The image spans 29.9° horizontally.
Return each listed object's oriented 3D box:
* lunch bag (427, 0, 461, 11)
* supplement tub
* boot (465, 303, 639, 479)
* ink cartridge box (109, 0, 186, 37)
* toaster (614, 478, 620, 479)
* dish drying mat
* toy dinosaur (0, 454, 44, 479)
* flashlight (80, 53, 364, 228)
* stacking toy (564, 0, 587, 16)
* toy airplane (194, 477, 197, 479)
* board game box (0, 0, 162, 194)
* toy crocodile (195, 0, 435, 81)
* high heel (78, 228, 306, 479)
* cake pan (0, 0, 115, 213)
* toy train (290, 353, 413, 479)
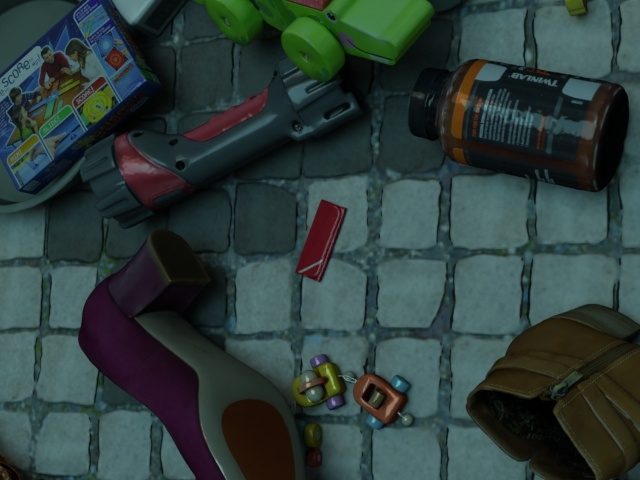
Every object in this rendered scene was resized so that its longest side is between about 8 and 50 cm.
[{"bbox_3d":[0.097,-0.395,1.220,0.224,0.108,0.279,-45,68,13],"label":"lunch bag"},{"bbox_3d":[0.185,-0.115,1.144,0.198,0.106,0.106,15,89,25],"label":"supplement tub"},{"bbox_3d":[0.279,0.146,0.991,0.283,0.220,0.109,29,120,26],"label":"boot"},{"bbox_3d":[-0.190,-0.414,1.381,0.275,0.060,0.239,-49,66,12],"label":"ink cartridge box"},{"bbox_3d":[0.225,0.289,1.040,0.168,0.185,0.110,-32,74,9],"label":"toaster"},{"bbox_3d":[0.000,0.000,1.265,0.032,0.008,0.083,20,92,26],"label":"dish drying mat"},{"bbox_3d":[-0.401,0.313,1.355,0.218,0.164,0.322,-31,52,3],"label":"toy dinosaur"},{"bbox_3d":[-0.108,-0.120,1.287,0.304,0.103,0.103,-28,116,15],"label":"flashlight"},{"bbox_3d":[0.278,-0.321,1.088,0.167,0.221,0.052,-12,38,22],"label":"stacking toy"},{"bbox_3d":[-0.081,0.280,1.233,0.151,0.028,0.151,9,104,39],"label":"toy airplane"},{"bbox_3d":[-0.288,-0.165,1.342,0.201,0.035,0.136,-37,70,16],"label":"board game box"},{"bbox_3d":[-0.027,-0.252,1.208,0.115,0.105,0.340,-46,45,-15],"label":"toy crocodile"},{"bbox_3d":[-0.139,0.181,1.228,0.181,0.127,0.377,-49,49,30],"label":"high heel"},{"bbox_3d":[-0.357,-0.173,1.426,0.293,0.054,0.293,-3,82,24],"label":"cake pan"},{"bbox_3d":[0.009,0.186,1.214,0.125,0.046,0.166,40,100,24],"label":"toy train"}]
